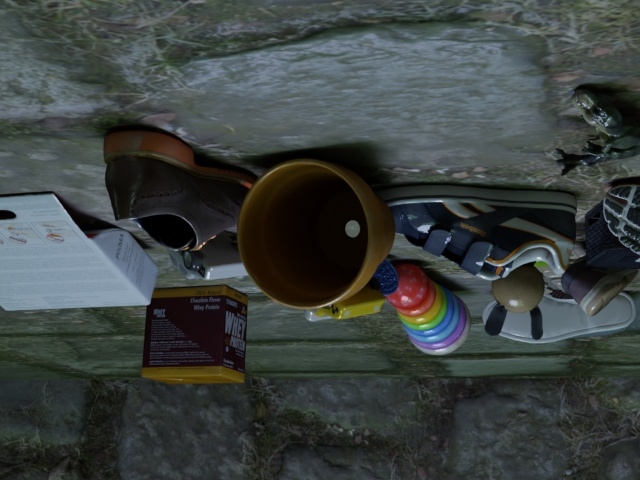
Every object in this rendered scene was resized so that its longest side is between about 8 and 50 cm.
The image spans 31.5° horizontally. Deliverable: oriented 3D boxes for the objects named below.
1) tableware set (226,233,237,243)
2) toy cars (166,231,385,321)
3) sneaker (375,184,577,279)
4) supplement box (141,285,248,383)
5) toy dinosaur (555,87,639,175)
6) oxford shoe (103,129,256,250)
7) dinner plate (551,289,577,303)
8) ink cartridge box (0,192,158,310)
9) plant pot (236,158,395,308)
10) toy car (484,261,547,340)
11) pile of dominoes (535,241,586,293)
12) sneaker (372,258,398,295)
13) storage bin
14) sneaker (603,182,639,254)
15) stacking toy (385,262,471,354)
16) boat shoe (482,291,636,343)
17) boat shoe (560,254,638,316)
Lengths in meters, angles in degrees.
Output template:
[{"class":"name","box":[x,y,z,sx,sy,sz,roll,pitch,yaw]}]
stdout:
[{"class":"tableware set","box":[-0.161,0.007,1.997,0.128,0.039,0.194,-10,172,-1]},{"class":"toy cars","box":[-0.088,0.052,1.754,0.394,0.087,0.176,16,-155,10]},{"class":"sneaker","box":[0.226,-0.011,1.714,0.321,0.127,0.126,2,167,3]},{"class":"supplement box","box":[-0.271,0.208,2.483,0.191,0.194,0.129,-4,165,20]},{"class":"toy dinosaur","box":[0.365,-0.119,1.404,0.118,0.064,0.268,-20,159,40]},{"class":"oxford shoe","box":[-0.185,-0.041,1.607,0.130,0.132,0.364,-7,164,29]},{"class":"dinner plate","box":[0.530,0.106,2.256,0.141,0.017,0.141,-10,-172,1]},{"class":"ink cartridge box","box":[-0.500,-0.001,1.977,0.308,0.091,0.385,-3,149,17]},{"class":"plant pot","box":[0.014,-0.012,1.623,0.205,0.205,0.188,-5,180,25]},{"class":"toy car","box":[0.323,0.072,1.896,0.155,0.188,0.149,4,165,-11]},{"class":"pile of dominoes","box":[0.439,0.045,2.138,0.196,0.040,0.251,-7,156,30]},{"class":"sneaker","box":[0.032,0.054,2.092,0.232,0.081,0.090,18,162,-30]},{"class":"storage bin","box":[0.516,-0.007,1.779,0.180,0.084,0.122,2,166,-6]},{"class":"sneaker","box":[0.547,-0.028,1.671,0.279,0.107,0.118,14,-155,1]},{"class":"stacking toy","box":[0.206,0.124,2.280,0.141,0.141,0.330,-3,159,17]},{"class":"boat shoe","box":[0.503,0.168,2.418,0.320,0.116,0.099,-4,162,2]},{"class":"boat shoe","box":[0.476,0.064,1.960,0.103,0.092,0.285,-49,166,19]}]
